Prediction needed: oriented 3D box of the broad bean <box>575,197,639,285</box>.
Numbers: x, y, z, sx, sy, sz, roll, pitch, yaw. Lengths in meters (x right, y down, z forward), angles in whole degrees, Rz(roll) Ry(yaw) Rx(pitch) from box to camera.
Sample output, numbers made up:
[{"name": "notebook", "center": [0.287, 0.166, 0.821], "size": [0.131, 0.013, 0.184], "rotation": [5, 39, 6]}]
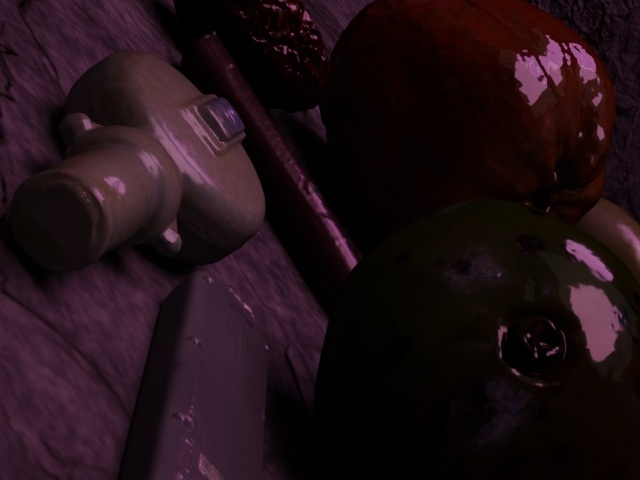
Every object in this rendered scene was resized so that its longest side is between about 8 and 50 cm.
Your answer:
[{"name": "broad bean", "center": [0.260, 0.078, 1.299], "size": [0.291, 0.119, 0.238], "rotation": [53, -26, 37]}]

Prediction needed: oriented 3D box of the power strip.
[{"name": "power strip", "center": [-0.050, 0.083, 0.604], "size": [0.060, 0.027, 0.253], "rotation": [50, 14, -17]}]

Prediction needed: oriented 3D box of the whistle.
[{"name": "whistle", "center": [-0.088, -0.037, 0.705], "size": [0.126, 0.067, 0.258], "rotation": [51, 16, -3]}]

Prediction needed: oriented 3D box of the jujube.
[{"name": "jujube", "center": [-0.048, -0.164, 1.095], "size": [0.166, 0.104, 0.104], "rotation": [46, 15, -32]}]

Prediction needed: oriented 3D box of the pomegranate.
[{"name": "pomegranate", "center": [0.087, 0.086, 0.765], "size": [0.202, 0.202, 0.248], "rotation": [55, -14, 12]}]

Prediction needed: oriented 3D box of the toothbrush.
[{"name": "toothbrush", "center": [-0.001, 0.001, 0.956], "size": [0.364, 0.041, 0.041], "rotation": [58, 14, 22]}]

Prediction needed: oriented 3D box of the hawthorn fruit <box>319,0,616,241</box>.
[{"name": "hawthorn fruit", "center": [0.121, -0.098, 1.200], "size": [0.262, 0.258, 0.258], "rotation": [41, 12, 9]}]
